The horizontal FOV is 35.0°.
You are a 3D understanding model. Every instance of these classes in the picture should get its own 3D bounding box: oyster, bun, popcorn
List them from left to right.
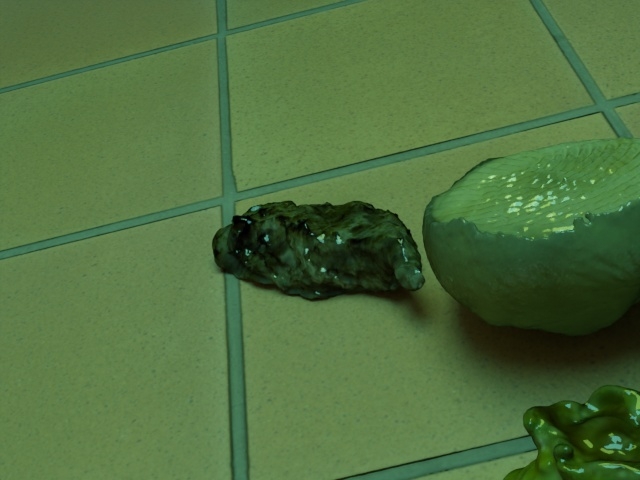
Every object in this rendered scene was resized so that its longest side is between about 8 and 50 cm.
[{"bbox_3d":[0.024,-0.013,1.524,0.396,0.111,0.204,8,39,34],"label":"oyster"},{"bbox_3d":[0.317,0.005,1.297,0.364,0.202,0.364,-15,17,5],"label":"bun"},{"bbox_3d":[0.298,0.257,0.967,0.257,0.270,0.224,20,29,-29],"label":"popcorn"}]
